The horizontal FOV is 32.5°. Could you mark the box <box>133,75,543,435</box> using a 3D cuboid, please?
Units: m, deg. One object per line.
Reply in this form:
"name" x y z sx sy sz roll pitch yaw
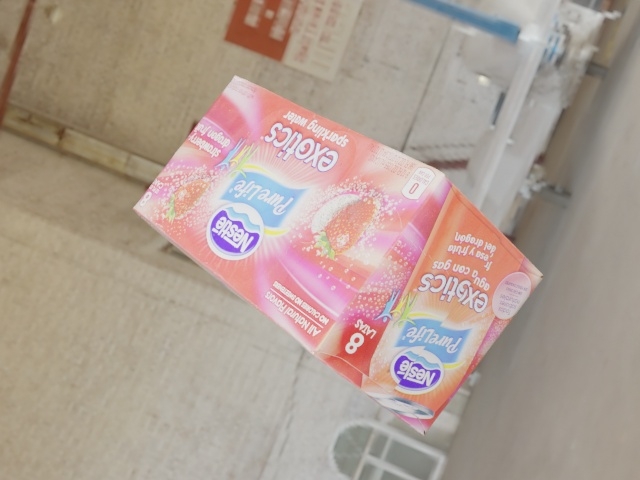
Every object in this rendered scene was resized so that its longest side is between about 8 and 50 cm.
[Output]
"box" 0.000 0.000 0.860 0.154 0.142 0.300 -53 39 -3
